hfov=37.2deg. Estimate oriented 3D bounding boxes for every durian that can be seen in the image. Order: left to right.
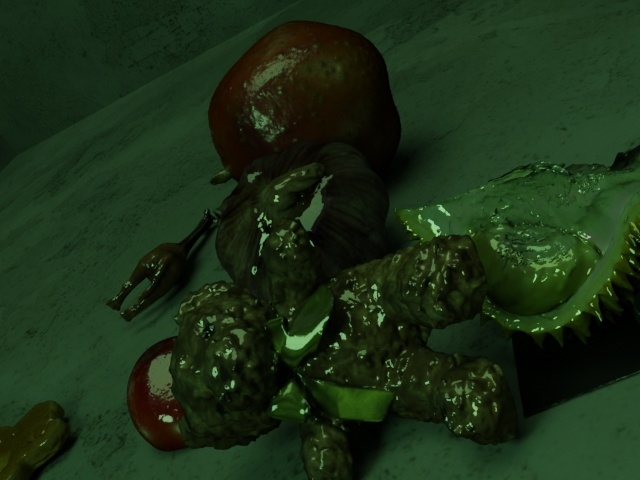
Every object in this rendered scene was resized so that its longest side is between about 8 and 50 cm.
[{"bbox_3d":[0.220,-0.012,0.814,0.172,0.166,0.306,-43,15,-28],"label":"durian"}]

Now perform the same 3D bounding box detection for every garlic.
[{"bbox_3d":[-0.032,-0.024,1.173,0.245,0.160,0.245,-15,57,25],"label":"garlic"}]

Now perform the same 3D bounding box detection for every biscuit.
[{"bbox_3d":[-0.434,0.311,1.244,0.249,0.035,0.184,-40,22,-13],"label":"biscuit"}]

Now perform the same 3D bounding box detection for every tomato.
[{"bbox_3d":[-0.167,0.164,1.106,0.139,0.091,0.159,-35,24,2],"label":"tomato"}]

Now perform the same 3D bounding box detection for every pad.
[{"bbox_3d":[0.251,0.052,0.870,0.170,0.006,0.245,-26,23,18],"label":"pad"}]

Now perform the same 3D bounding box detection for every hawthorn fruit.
[{"bbox_3d":[-0.036,-0.168,1.379,0.299,0.275,0.275,-35,22,-7],"label":"hawthorn fruit"}]

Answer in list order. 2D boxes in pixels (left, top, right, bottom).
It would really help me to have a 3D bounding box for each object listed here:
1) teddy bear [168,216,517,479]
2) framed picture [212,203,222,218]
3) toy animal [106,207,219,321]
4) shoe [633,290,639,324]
[{"bbox_3d":[-0.001,0.099,0.840,0.222,0.246,0.296,-14,3,-25],"label":"teddy bear"},{"bbox_3d":[-0.091,-0.074,1.589,0.150,0.015,0.203,-39,22,-13],"label":"framed picture"},{"bbox_3d":[-0.243,0.034,1.522,0.230,0.066,0.224,-48,5,-10],"label":"toy animal"},{"bbox_3d":[0.323,0.045,0.741,0.179,0.049,0.071,-24,34,-23],"label":"shoe"}]
